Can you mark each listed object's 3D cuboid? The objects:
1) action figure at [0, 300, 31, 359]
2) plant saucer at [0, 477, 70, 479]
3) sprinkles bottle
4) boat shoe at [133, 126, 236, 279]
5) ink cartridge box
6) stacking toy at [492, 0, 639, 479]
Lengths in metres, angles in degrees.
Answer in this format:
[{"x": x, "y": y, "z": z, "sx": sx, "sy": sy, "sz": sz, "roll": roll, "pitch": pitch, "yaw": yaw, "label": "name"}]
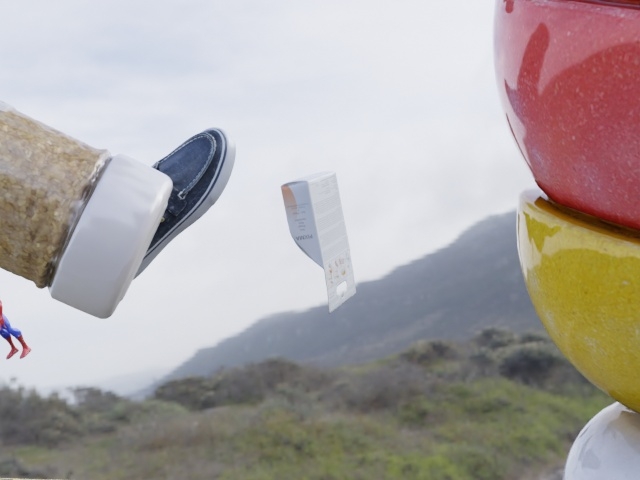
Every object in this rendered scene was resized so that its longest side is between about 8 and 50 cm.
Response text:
[{"x": -0.381, "y": 0.090, "z": 1.279, "sx": 0.038, "sy": 0.115, "sz": 0.030, "roll": -3, "pitch": 29, "yaw": 36, "label": "action figure"}, {"x": -0.317, "y": 0.199, "z": 0.553, "sx": 0.332, "sy": 0.081, "sz": 0.333, "roll": -25, "pitch": -25, "yaw": 30, "label": "plant saucer"}, {"x": -0.292, "y": -0.066, "z": 0.806, "sx": 0.355, "sy": 0.121, "sz": 0.121, "roll": 25, "pitch": -12, "yaw": -7, "label": "sprinkles bottle"}, {"x": -0.158, "y": -0.040, "z": 0.999, "sx": 0.183, "sy": 0.065, "sz": 0.083, "roll": -49, "pitch": -35, "yaw": 5, "label": "boat shoe"}, {"x": 0.000, "y": 0.000, "z": 1.491, "sx": 0.045, "sy": 0.179, "sz": 0.145, "roll": -6, "pitch": 7, "yaw": 17, "label": "ink cartridge box"}, {"x": 0.208, "y": -0.029, "z": 0.553, "sx": 0.350, "sy": 0.480, "sz": 0.350, "roll": 6, "pitch": 17, "yaw": -2, "label": "stacking toy"}]
